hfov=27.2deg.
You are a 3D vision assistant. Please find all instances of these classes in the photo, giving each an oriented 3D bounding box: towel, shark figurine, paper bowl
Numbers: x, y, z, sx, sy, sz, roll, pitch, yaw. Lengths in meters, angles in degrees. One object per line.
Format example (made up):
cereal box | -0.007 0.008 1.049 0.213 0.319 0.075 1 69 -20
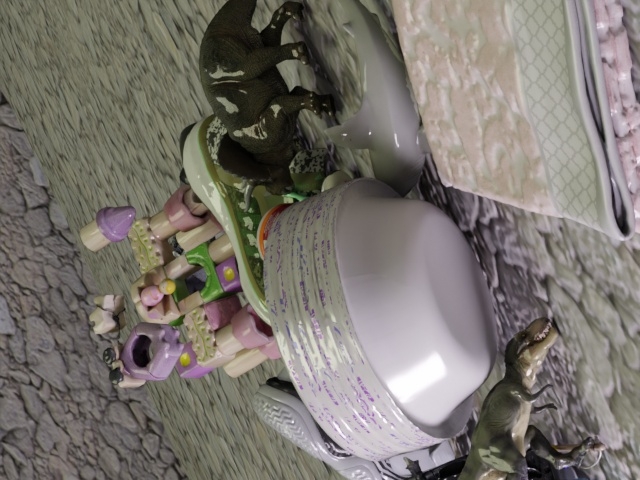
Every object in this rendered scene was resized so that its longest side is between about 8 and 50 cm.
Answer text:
towel | 0.151 -0.177 1.139 0.317 0.053 0.332 27 136 62
shark figurine | 0.040 -0.156 1.371 0.166 0.116 0.278 10 123 66
paper bowl | 0.078 0.072 1.353 0.284 0.148 0.284 44 -145 -42

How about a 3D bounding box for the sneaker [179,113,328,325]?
sneaker | -0.035 -0.035 1.693 0.410 0.158 0.182 55 142 16

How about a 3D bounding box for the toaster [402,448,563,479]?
toaster | 0.171 0.297 1.375 0.110 0.168 0.186 139 116 -66

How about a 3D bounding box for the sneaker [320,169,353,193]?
sneaker | 0.055 -0.011 1.605 0.075 0.057 0.161 1 112 50

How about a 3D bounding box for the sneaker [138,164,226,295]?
sneaker | -0.228 0.003 2.205 0.101 0.153 0.269 43 150 49

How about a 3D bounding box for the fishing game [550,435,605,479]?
fishing game | 0.297 0.334 1.370 0.189 0.041 0.264 139 115 -69

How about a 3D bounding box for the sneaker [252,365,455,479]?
sneaker | 0.110 0.210 1.589 0.365 0.210 0.137 36 173 -23

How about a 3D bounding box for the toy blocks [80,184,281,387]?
toy blocks | -0.146 0.033 1.887 0.260 0.309 0.289 -31 71 29

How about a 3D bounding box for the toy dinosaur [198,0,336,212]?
toy dinosaur | -0.080 -0.188 1.557 0.121 0.160 0.314 -60 -48 -69

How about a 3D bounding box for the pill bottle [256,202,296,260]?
pill bottle | 0.000 0.000 1.555 0.152 0.086 0.086 5 118 51

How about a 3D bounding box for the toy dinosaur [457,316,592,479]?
toy dinosaur | 0.192 0.213 1.299 0.118 0.268 0.064 26 168 14

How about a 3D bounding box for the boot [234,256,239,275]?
boot | -0.033 0.091 1.824 0.198 0.077 0.137 50 -177 13
